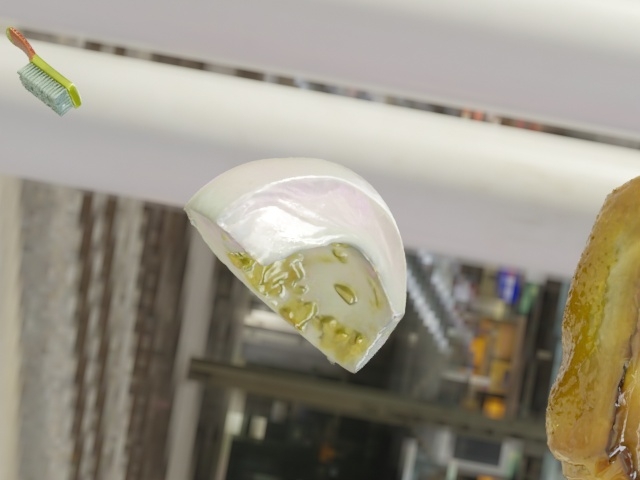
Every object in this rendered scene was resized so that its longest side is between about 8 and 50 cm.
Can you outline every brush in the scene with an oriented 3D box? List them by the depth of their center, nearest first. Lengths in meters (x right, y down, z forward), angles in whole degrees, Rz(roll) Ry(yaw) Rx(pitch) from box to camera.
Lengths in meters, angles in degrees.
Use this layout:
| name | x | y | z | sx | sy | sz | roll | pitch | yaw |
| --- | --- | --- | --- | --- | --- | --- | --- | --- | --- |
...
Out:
| name | x | y | z | sx | sy | sz | roll | pitch | yaw |
| --- | --- | --- | --- | --- | --- | --- | --- | --- | --- |
| brush | -0.171 | -0.102 | 1.176 | 0.083 | 0.021 | 0.019 | 44 | -18 | 39 |

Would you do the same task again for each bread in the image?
| name | x | y | z | sx | sy | sz | roll | pitch | yaw |
| --- | --- | --- | --- | --- | --- | --- | --- | --- | --- |
| bread | 0.379 | 0.125 | 1.905 | 0.148 | 0.328 | 0.337 | -9 | -116 | 61 |

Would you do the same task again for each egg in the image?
| name | x | y | z | sx | sy | sz | roll | pitch | yaw |
| --- | --- | --- | --- | --- | --- | --- | --- | --- | --- |
| egg | -0.013 | -0.010 | 2.059 | 0.162 | 0.206 | 0.271 | -47 | 131 | -9 |
